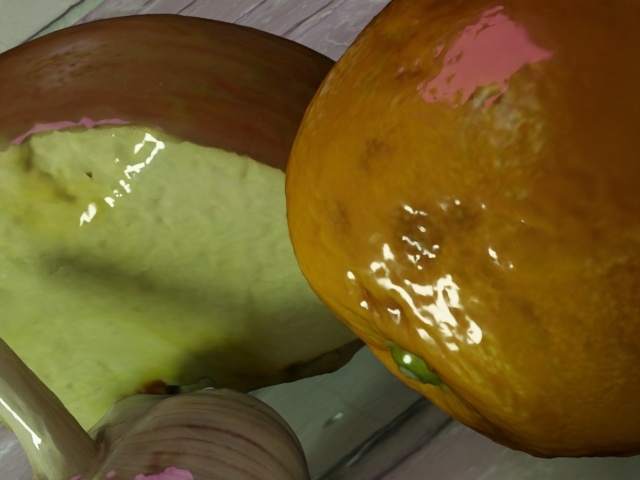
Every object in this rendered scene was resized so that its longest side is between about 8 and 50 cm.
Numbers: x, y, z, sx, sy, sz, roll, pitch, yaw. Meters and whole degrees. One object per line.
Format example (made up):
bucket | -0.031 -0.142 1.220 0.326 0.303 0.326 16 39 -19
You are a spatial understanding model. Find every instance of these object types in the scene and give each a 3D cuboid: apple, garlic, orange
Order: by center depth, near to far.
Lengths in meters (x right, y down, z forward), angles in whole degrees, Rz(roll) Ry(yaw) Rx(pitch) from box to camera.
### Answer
orange | 0.118 -0.020 0.902 0.261 0.261 0.261 -31 19 12
garlic | -0.118 0.124 1.025 0.199 0.226 0.199 -35 14 10
apple | -0.091 -0.018 1.112 0.309 0.252 0.314 -23 -3 23
